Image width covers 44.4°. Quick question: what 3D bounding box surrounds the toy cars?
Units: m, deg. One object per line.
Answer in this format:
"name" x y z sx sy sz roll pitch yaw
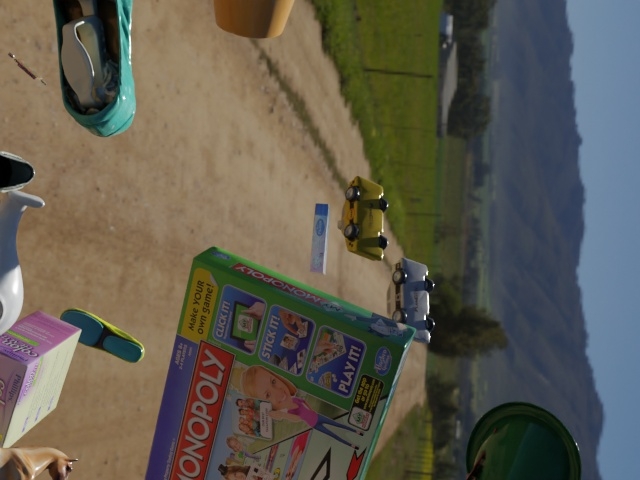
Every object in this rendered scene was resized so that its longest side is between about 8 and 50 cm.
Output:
"toy cars" 0.137 0.051 1.741 0.176 0.087 0.394 -31 93 -44

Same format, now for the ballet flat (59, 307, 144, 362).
"ballet flat" -0.549 0.237 1.969 0.077 0.231 0.077 -57 -162 2

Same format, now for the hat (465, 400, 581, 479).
"hat" 0.236 0.332 1.065 0.183 0.173 0.209 5 104 -54

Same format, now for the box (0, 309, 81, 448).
"box" -0.649 0.297 1.689 0.243 0.117 0.214 -55 168 -75

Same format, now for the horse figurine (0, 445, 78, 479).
"horse figurine" -0.461 0.312 1.022 0.174 0.263 0.066 -90 -155 -51

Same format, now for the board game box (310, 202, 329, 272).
"board game box" 0.000 0.000 1.052 0.090 0.020 0.090 68 25 -85

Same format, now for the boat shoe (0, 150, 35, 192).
"boat shoe" -0.470 -0.098 1.038 0.219 0.070 0.078 -16 110 -71

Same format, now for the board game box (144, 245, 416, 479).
"board game box" -0.055 0.189 0.767 0.046 0.213 0.317 -38 147 -64

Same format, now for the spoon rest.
"spoon rest" -0.518 0.039 1.242 0.276 0.137 0.084 -62 -147 12

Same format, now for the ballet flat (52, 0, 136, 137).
"ballet flat" -0.237 -0.231 0.804 0.087 0.083 0.247 -57 141 -84

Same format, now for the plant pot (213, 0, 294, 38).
"plant pot" -0.119 -0.479 1.423 0.205 0.205 0.188 -71 173 -56

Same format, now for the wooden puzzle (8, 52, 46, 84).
"wooden puzzle" -0.542 -0.316 1.450 0.006 0.083 0.049 -47 -168 3
